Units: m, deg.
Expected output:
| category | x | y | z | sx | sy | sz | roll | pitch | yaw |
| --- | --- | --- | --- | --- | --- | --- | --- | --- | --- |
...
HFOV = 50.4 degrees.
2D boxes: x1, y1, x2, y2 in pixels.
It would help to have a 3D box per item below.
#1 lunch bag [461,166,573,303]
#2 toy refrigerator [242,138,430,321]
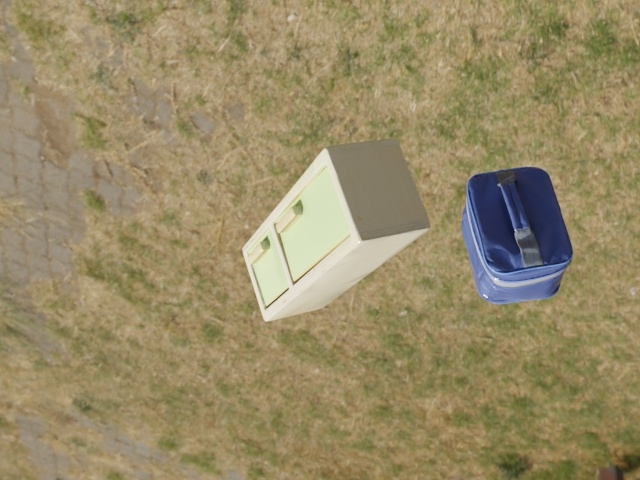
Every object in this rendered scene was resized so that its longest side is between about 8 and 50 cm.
| category | x | y | z | sx | sy | sz | roll | pitch | yaw |
| --- | --- | --- | --- | --- | --- | --- | --- | --- | --- |
| lunch bag | 0.144 | -0.009 | 0.505 | 0.067 | 0.099 | 0.065 | -10 | 151 | 1 |
| toy refrigerator | 0.000 | 0.000 | 0.755 | 0.094 | 0.102 | 0.269 | -11 | 164 | -28 |
